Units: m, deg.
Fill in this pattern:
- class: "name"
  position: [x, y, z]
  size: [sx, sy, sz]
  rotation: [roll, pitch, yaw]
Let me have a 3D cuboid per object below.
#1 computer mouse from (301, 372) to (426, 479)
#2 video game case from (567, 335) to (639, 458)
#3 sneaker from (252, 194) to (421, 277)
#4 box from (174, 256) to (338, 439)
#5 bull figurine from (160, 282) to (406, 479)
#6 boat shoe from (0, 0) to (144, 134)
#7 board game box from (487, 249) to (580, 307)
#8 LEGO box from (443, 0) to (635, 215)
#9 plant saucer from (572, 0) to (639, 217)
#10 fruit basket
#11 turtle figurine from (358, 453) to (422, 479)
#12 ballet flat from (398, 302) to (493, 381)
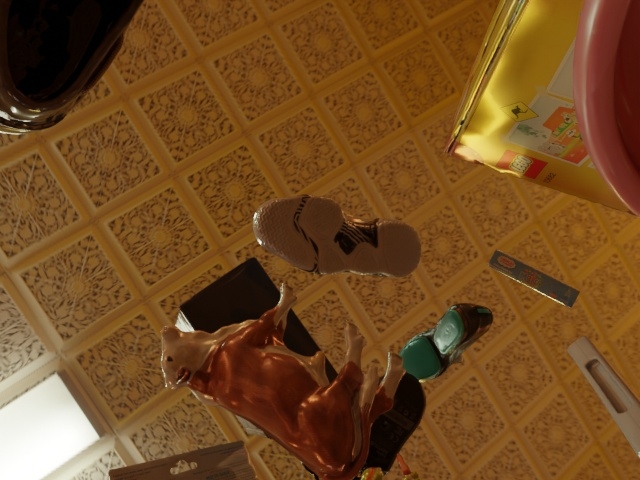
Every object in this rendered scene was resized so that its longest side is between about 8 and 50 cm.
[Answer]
- class: "computer mouse"
  position: [0.101, 0.377, 1.331]
  size: [0.188, 0.072, 0.272]
  rotation: [38, -99, 0]
- class: "video game case"
  position: [0.267, 0.174, 0.460]
  size: [0.023, 0.193, 0.212]
  rotation: [-42, -89, 13]
- class: "sneaker"
  position: [0.000, 0.000, 1.294]
  size: [0.366, 0.210, 0.137]
  rotation: [11, -96, -35]
- class: "box"
  position: [-0.134, 0.222, 1.339]
  size: [0.183, 0.294, 0.296]
  rotation: [-35, -93, -18]
- class: "bull figurine"
  position: [-0.053, 0.159, 0.825]
  size: [0.310, 0.101, 0.188]
  rotation: [29, -100, 25]
- class: "boat shoe"
  position: [-0.153, -0.239, 0.488]
  size: [0.132, 0.130, 0.355]
  rotation: [20, -91, -43]
- class: "board game box"
  position: [0.400, 0.068, 1.272]
  size: [0.160, 0.211, 0.039]
  rotation: [28, -82, 15]
- class: "LEGO box"
  position: [0.409, -0.237, 0.889]
  size: [0.372, 0.500, 0.193]
  rotation: [19, -106, 4]
- class: "plant saucer"
  position: [0.320, -0.149, 0.435]
  size: [0.332, 0.084, 0.332]
  rotation: [-3, -56, -4]
- class: "fruit basket"
  position: [-0.202, 0.555, 1.203]
  size: [0.327, 0.165, 0.353]
  rotation: [5, -132, -51]
- class: "turtle figurine"
  position: [0.146, 0.445, 1.119]
  size: [0.217, 0.269, 0.087]
  rotation: [38, -116, 1]
- class: "ballet flat"
  position: [0.249, 0.205, 1.314]
  size: [0.096, 0.280, 0.095]
  rotation: [-9, -114, -27]
